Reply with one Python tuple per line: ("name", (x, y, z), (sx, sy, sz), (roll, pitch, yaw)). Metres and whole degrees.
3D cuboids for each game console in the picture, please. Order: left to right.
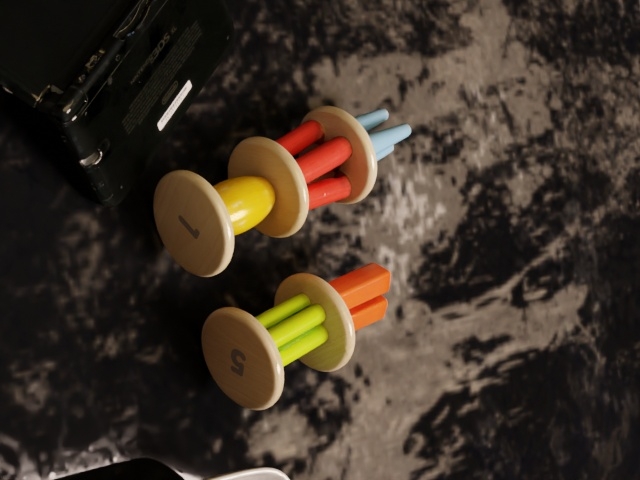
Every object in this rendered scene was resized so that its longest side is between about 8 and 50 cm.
("game console", (-0.107, -0.096, 0.675), (0.122, 0.071, 0.107), (-58, 151, -28))

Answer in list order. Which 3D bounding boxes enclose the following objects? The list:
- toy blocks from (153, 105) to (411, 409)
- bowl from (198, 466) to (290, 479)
("toy blocks", (0.000, 0.000, 0.729), (0.148, 0.054, 0.123), (-27, 102, -40))
("bowl", (-0.067, 0.180, 0.653), (0.142, 0.053, 0.142), (-13, 94, -42))
